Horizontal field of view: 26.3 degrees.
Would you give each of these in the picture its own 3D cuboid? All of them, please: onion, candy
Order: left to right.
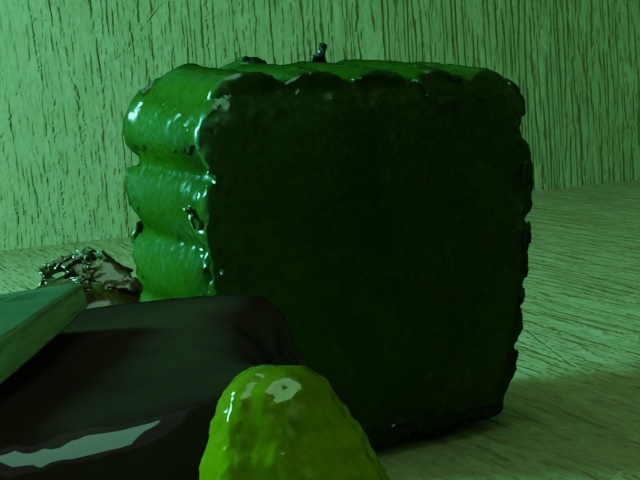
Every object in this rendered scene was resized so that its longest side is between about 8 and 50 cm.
[{"bbox_3d":[-0.204,0.088,1.267,0.229,0.164,0.230,3,2,0],"label":"onion"},{"bbox_3d":[-0.002,0.146,0.538,0.106,0.199,0.094,-10,-1,25],"label":"candy"}]

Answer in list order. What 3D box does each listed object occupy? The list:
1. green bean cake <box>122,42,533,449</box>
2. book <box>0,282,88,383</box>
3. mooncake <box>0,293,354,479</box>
[{"bbox_3d":[0.000,0.000,1.153,0.319,0.335,0.218,-3,7,-30],"label":"green bean cake"},{"bbox_3d":[-0.247,0.071,0.652,0.214,0.025,0.283,-10,9,10],"label":"book"},{"bbox_3d":[-0.115,0.138,0.726,0.333,0.174,0.325,-13,8,-39],"label":"mooncake"}]
